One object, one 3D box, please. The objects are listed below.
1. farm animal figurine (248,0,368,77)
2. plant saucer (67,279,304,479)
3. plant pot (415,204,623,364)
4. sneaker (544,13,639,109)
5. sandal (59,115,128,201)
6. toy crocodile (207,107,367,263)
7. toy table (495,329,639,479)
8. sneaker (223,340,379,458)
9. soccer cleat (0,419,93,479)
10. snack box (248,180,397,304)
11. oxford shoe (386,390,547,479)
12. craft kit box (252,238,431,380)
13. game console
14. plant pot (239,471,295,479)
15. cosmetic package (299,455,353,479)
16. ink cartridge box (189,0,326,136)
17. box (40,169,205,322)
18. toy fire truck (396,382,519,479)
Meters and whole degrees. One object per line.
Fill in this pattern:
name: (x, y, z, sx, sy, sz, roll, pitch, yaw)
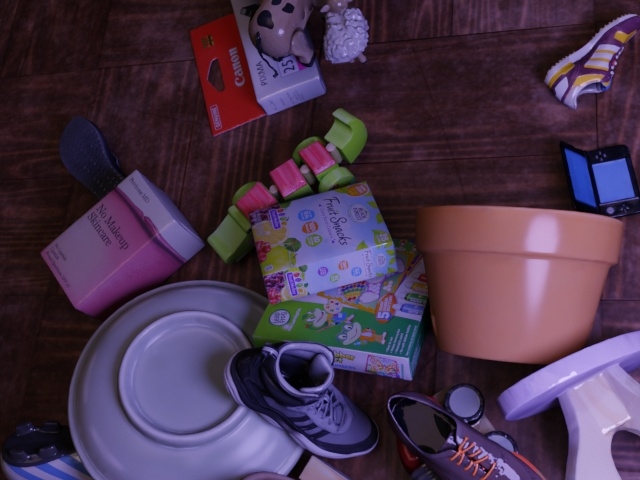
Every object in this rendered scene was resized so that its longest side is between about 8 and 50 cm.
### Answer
farm animal figurine: (-0.064, -0.463, 1.444, 0.330, 0.172, 0.327, 0, 73, 26)
plant saucer: (-0.201, 0.225, 1.268, 0.400, 0.100, 0.400, 1, 61, -1)
plant pot: (0.273, 0.065, 1.157, 0.290, 0.291, 0.204, 3, 86, 20)
sneaker: (0.468, -0.293, 1.343, 0.185, 0.069, 0.084, -38, 71, 8)
sandal: (-0.429, -0.134, 1.587, 0.097, 0.054, 0.254, -39, 72, 8)
toy crocodile: (-0.056, -0.091, 1.409, 0.340, 0.105, 0.115, -38, 63, 1)
toy table: (0.380, 0.236, 1.073, 0.274, 0.252, 0.161, -17, 64, -22)
sneaker: (-0.003, 0.231, 1.174, 0.268, 0.153, 0.101, 32, 57, -16)
soccer cleat: (-0.352, 0.362, 1.339, 0.331, 0.143, 0.116, -1, 35, -3)
snack box: (0.000, 0.000, 1.296, 0.207, 0.070, 0.174, -14, 39, -4)
oxford shoe: (0.191, 0.289, 1.040, 0.271, 0.098, 0.097, 31, 82, 27)
craft kit box: (0.053, 0.092, 1.272, 0.246, 0.061, 0.250, 3, 43, 21)
game console: (0.439, -0.100, 1.267, 0.107, 0.071, 0.122, -11, 67, 15)
plant pot: (-0.089, 0.497, 1.133, 0.229, 0.263, 0.263, -48, 61, 18)
cosmetic package: (0.030, 0.375, 1.222, 0.115, 0.060, 0.041, 28, 80, 27)
ink cartridge box: (-0.136, -0.365, 1.571, 0.238, 0.060, 0.275, -20, 65, 9)
box: (-0.353, 0.015, 1.454, 0.232, 0.127, 0.148, -42, 62, 0)
toy fire truck: (0.164, 0.358, 1.152, 0.246, 0.158, 0.217, -30, 63, -6)
